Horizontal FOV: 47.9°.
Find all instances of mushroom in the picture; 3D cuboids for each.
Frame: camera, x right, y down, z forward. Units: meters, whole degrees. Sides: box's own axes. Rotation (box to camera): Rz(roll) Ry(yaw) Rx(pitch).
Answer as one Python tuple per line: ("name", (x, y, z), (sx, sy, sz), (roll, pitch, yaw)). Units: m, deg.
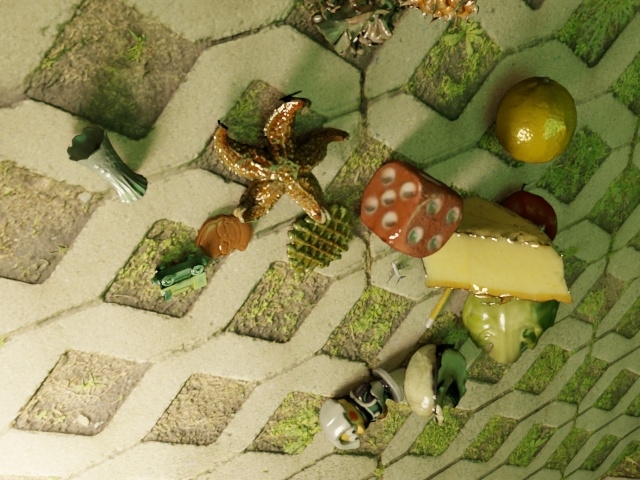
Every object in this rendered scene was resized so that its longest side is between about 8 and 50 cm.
("mushroom", (0.325, 0.414, 2.081), (0.344, 0.130, 0.247), (-7, 102, -63))

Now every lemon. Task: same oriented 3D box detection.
("lemon", (0.526, -0.293, 1.759), (0.192, 0.192, 0.231), (-25, 138, -22))

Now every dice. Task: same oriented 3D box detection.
("dice", (0.212, -0.071, 1.683), (0.174, 0.175, 0.179), (17, 107, -44))

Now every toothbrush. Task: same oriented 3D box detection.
("toothbrush", (0.374, 0.129, 2.052), (0.024, 0.021, 0.288), (16, 109, -32))

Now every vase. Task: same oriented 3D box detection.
("vase", (-0.369, -0.127, 1.277), (0.081, 0.081, 0.148), (-43, 138, -5))

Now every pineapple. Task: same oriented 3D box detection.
("pineapple", (0.122, -0.452, 1.356), (0.272, 0.262, 0.262), (-33, 137, 14))

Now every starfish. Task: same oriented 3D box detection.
("starfish", (-0.065, -0.164, 1.460), (0.312, 0.113, 0.303), (-15, 127, -26))

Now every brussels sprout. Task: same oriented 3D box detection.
("brussels sprout", (0.554, 0.189, 2.070), (0.328, 0.247, 0.327), (-25, 131, -32))

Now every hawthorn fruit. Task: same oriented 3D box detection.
("hawthorn fruit", (0.565, -0.072, 1.978), (0.157, 0.193, 0.157), (2, 151, 1))

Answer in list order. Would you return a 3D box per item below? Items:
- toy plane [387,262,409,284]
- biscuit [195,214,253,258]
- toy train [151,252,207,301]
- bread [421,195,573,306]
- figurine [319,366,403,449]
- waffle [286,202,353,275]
("toy plane", (0.200, 0.082, 1.887), (0.078, 0.024, 0.084), (-39, 129, -8))
("biscuit", (-0.202, -0.009, 1.522), (0.131, 0.019, 0.102), (-9, 123, -32))
("toy train", (-0.291, 0.074, 1.495), (0.122, 0.050, 0.081), (-23, 141, -22))
("bread", (0.428, 0.063, 1.842), (0.279, 0.315, 0.248), (-22, 122, -10))
("figurine", (0.108, 0.477, 2.015), (0.236, 0.133, 0.176), (-34, 132, -18))
("waffle", (0.000, 0.000, 1.670), (0.184, 0.036, 0.169), (-24, 132, -22))
